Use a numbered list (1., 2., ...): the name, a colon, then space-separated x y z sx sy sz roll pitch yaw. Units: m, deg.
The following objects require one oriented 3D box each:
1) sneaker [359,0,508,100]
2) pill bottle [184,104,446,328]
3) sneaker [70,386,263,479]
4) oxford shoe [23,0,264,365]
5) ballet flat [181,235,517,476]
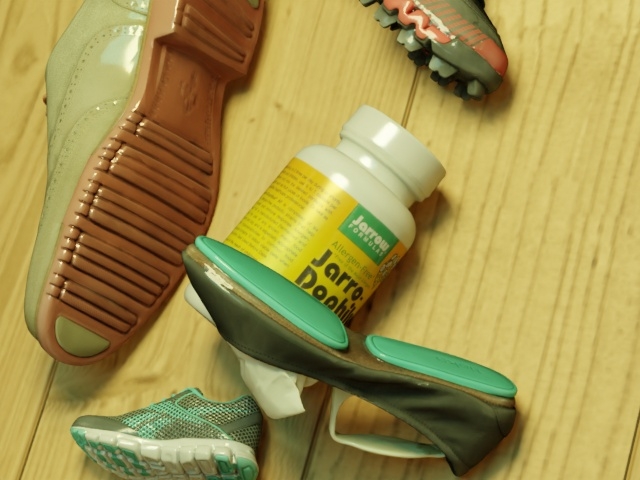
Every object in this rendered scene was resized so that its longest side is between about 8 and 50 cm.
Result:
1. sneaker: 0.087 -0.235 1.585 0.135 0.097 0.276 -38 58 6
2. pill bottle: 0.000 0.000 1.507 0.117 0.117 0.208 37 85 31
3. sneaker: -0.117 0.151 1.532 0.167 0.065 0.076 5 54 21
4. oxford shoe: -0.169 -0.085 1.618 0.147 0.140 0.397 7 69 38
5. ballet flat: 0.011 0.097 1.410 0.280 0.095 0.096 26 102 -9
